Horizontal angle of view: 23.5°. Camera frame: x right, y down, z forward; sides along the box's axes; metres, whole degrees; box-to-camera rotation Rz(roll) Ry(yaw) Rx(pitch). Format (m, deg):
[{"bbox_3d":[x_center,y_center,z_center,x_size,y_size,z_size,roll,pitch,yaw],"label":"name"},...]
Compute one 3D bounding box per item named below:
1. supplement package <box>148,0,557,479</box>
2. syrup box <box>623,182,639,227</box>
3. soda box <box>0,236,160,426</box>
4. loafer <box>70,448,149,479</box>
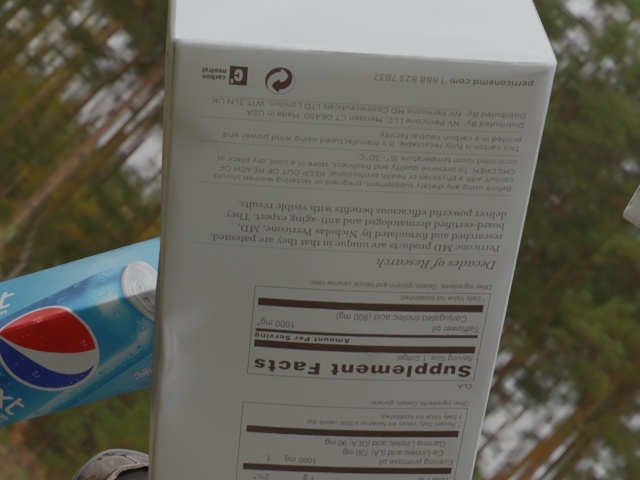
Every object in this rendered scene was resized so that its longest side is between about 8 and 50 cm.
[{"bbox_3d":[0.000,0.000,0.633,0.139,0.133,0.244,-96,-170,-55],"label":"supplement package"},{"bbox_3d":[0.363,-0.058,1.475,0.096,0.093,0.237,33,20,7],"label":"syrup box"},{"bbox_3d":[-0.156,0.059,0.969,0.071,0.210,0.067,-83,154,-60],"label":"soda box"},{"bbox_3d":[-0.100,0.335,1.586,0.366,0.134,0.130,38,-19,-23],"label":"loafer"}]
